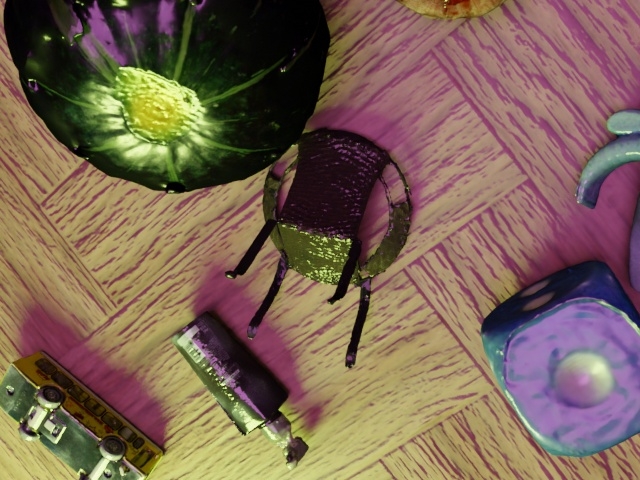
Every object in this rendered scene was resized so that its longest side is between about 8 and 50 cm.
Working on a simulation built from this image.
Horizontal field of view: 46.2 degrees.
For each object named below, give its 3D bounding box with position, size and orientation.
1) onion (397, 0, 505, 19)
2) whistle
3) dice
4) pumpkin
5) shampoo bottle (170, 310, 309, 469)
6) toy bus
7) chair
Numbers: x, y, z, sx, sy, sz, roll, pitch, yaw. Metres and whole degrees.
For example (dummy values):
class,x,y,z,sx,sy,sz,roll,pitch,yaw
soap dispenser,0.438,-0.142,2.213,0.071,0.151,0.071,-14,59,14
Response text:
class,x,y,z,sx,sy,sz,roll,pitch,yaw
onion,0.114,-0.267,0.650,0.159,0.195,0.160,3,110,9
whistle,0.342,-0.074,0.682,0.186,0.093,0.274,24,114,38
dice,0.244,0.110,0.724,0.143,0.146,0.147,-31,92,19
pumpkin,-0.135,-0.201,0.731,0.295,0.296,0.296,4,104,16
shampoo bottle,-0.091,0.179,0.886,0.208,0.063,0.057,49,122,1
toy bus,-0.314,0.244,0.964,0.226,0.074,0.081,36,109,7
chair,0.000,0.000,0.807,0.174,0.149,0.213,14,64,16
